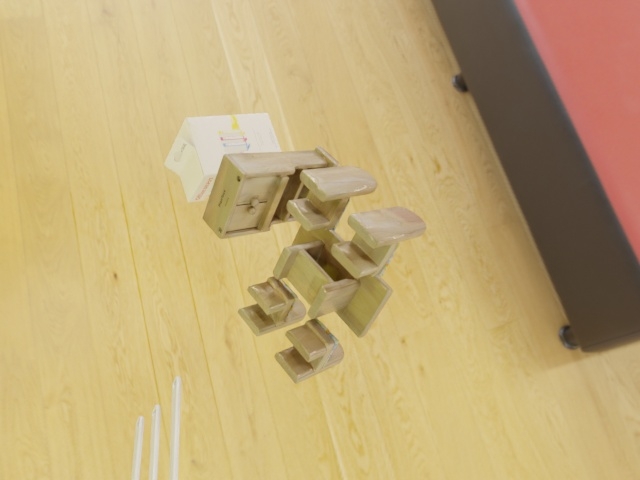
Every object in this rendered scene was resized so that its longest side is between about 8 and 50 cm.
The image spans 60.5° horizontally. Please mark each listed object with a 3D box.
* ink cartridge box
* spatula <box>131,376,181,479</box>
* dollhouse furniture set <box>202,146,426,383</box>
[{"bbox_3d":[-0.140,-0.116,0.779,0.143,0.092,0.090,-12,75,-31],"label":"ink cartridge box"},{"bbox_3d":[-0.198,0.298,0.661,0.019,0.168,0.242,21,38,-29],"label":"spatula"},{"bbox_3d":[0.000,0.000,0.659,0.161,0.212,0.242,-12,49,-45],"label":"dollhouse furniture set"}]
